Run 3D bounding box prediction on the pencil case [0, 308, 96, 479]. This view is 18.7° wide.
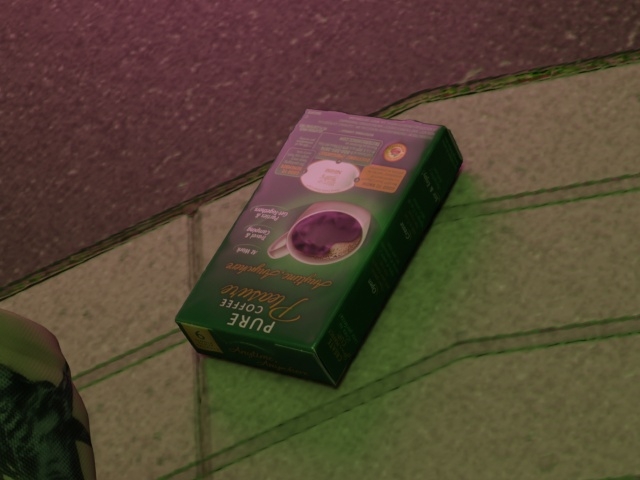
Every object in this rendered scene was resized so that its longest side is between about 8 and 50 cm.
[{"bbox_3d":[-0.180,0.224,0.926,0.183,0.160,0.410,-25,66,33],"label":"pencil case"}]

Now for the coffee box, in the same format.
[{"bbox_3d":[0.000,0.000,1.218,0.113,0.040,0.184,9,56,33],"label":"coffee box"}]
